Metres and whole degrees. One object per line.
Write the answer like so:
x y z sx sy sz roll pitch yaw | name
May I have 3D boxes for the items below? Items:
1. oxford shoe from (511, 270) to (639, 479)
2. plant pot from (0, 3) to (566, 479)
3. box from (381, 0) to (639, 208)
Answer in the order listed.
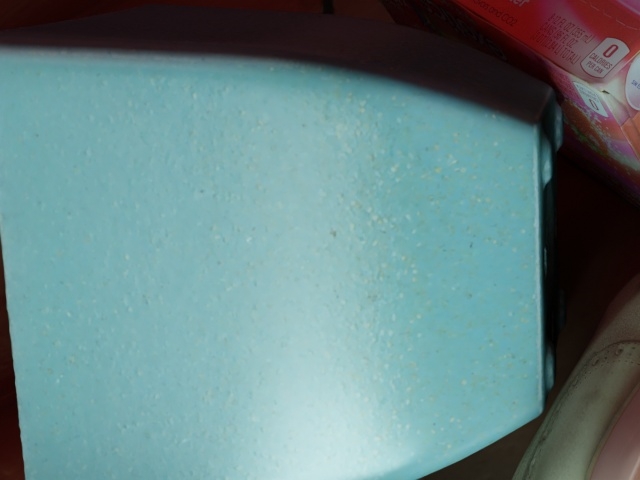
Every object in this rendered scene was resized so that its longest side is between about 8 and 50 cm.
0.226 0.004 0.656 0.397 0.140 0.146 -44 17 -18 | oxford shoe
0.000 0.000 0.721 0.252 0.248 0.247 0 13 14 | plant pot
0.158 -0.158 0.844 0.154 0.142 0.300 -44 42 -2 | box
